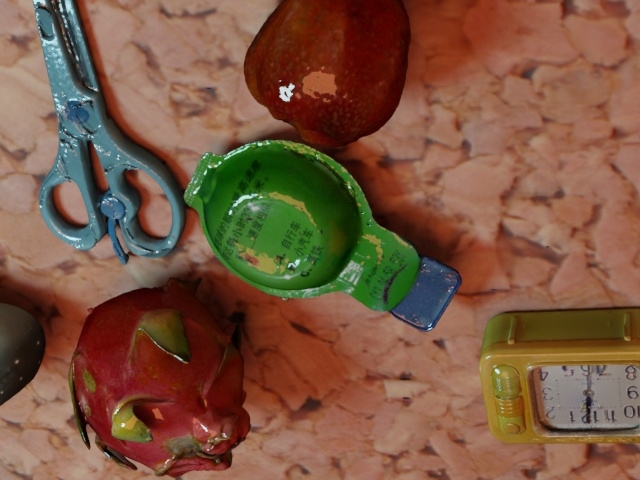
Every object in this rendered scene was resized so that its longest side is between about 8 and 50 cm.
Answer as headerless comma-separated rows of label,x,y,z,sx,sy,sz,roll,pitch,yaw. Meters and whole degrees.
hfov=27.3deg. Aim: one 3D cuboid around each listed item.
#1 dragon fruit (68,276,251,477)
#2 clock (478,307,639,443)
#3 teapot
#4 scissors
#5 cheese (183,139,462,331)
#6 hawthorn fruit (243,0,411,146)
dragon fruit,-0.185,0.169,1.546,0.224,0.227,0.224,-15,155,-7
clock,0.289,0.157,1.504,0.202,0.096,0.143,-4,119,15
teapot,-0.461,0.092,1.603,0.183,0.183,0.251,-28,101,28
scissors,-0.259,-0.136,1.474,0.180,0.032,0.393,-1,123,13
cheese,0.000,0.000,1.472,0.320,0.083,0.204,27,123,-2
hawthorn fruit,0.016,-0.181,1.305,0.173,0.179,0.173,29,165,9
